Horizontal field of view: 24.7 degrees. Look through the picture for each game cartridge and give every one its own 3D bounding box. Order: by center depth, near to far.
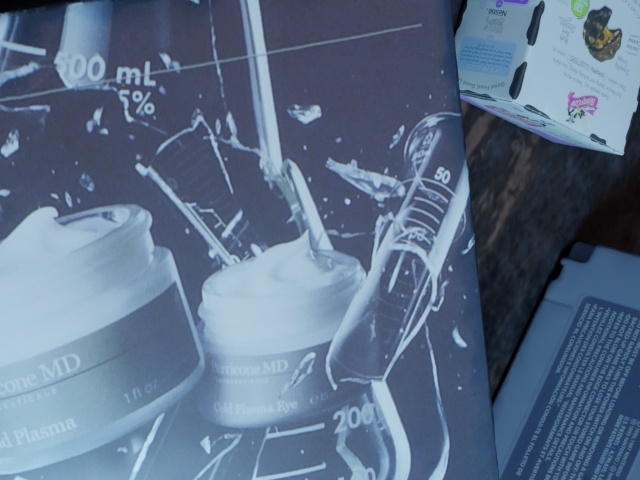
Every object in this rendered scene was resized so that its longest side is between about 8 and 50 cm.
[{"bbox_3d":[0.227,0.154,1.145,0.060,0.196,0.294,40,73,-46],"label":"game cartridge"}]

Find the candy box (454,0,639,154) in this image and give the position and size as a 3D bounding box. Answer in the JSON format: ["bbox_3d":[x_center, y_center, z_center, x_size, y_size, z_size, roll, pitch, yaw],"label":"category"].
[{"bbox_3d":[0.185,-0.178,1.087,0.165,0.070,0.196,17,89,-49],"label":"candy box"}]

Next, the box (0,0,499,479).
[{"bbox_3d":[-0.117,0.048,0.633,0.343,0.179,0.312,-14,105,-21],"label":"box"}]
